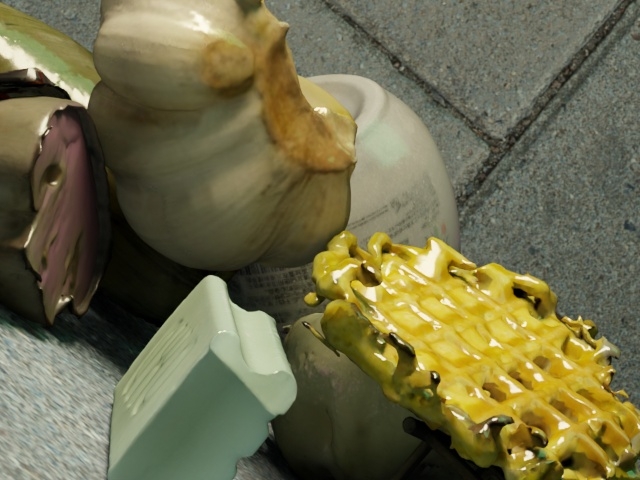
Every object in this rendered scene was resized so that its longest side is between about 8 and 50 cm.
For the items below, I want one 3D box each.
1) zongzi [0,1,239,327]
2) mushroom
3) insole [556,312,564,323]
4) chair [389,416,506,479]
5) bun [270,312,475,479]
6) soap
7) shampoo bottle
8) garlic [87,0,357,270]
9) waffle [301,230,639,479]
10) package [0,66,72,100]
[{"bbox_3d":[-0.238,-0.094,1.447,0.323,0.160,0.360,43,0,37],"label":"zongzi"},{"bbox_3d":[-0.216,-0.026,1.236,0.117,0.141,0.188,14,-34,22],"label":"mushroom"},{"bbox_3d":[0.220,0.172,1.370,0.111,0.007,0.328,22,39,-44],"label":"insole"},{"bbox_3d":[0.130,0.254,1.306,0.154,0.141,0.260,43,7,35],"label":"chair"},{"bbox_3d":[0.080,0.154,1.466,0.272,0.168,0.273,10,-13,2],"label":"bun"},{"bbox_3d":[-0.080,0.099,1.107,0.066,0.119,0.198,37,4,-11],"label":"soap"},{"bbox_3d":[0.000,0.000,1.661,0.273,0.273,0.266,-134,-156,-61],"label":"shampoo bottle"},{"bbox_3d":[-0.095,-0.084,1.331,0.281,0.185,0.203,46,-15,-35],"label":"garlic"},{"bbox_3d":[0.124,0.089,1.290,0.280,0.060,0.262,20,28,-19],"label":"waffle"},{"bbox_3d":[-0.308,-0.120,1.268,0.239,0.030,0.154,8,-1,3],"label":"package"}]
